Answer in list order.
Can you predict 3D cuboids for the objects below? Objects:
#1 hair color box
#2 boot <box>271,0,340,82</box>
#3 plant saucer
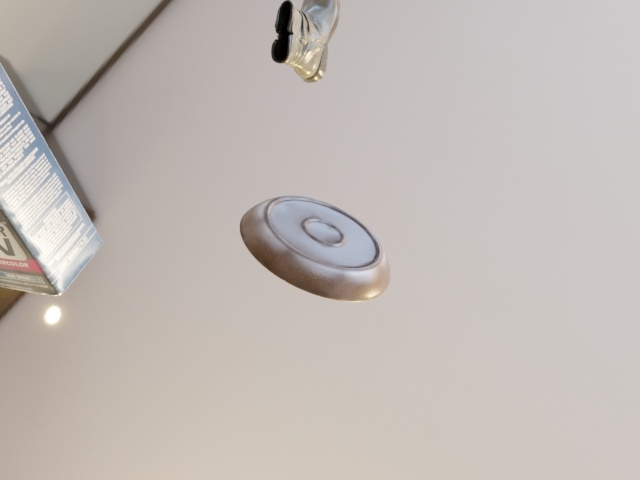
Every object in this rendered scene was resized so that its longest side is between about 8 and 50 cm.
[{"bbox_3d":[-0.415,-0.095,0.848,0.174,0.347,0.105,6,-134,24],"label":"hair color box"},{"bbox_3d":[-0.032,-0.470,1.538,0.083,0.161,0.246,4,-99,25],"label":"boot"},{"bbox_3d":[0.000,0.000,1.386,0.310,0.310,0.050,51,-51,39],"label":"plant saucer"}]
